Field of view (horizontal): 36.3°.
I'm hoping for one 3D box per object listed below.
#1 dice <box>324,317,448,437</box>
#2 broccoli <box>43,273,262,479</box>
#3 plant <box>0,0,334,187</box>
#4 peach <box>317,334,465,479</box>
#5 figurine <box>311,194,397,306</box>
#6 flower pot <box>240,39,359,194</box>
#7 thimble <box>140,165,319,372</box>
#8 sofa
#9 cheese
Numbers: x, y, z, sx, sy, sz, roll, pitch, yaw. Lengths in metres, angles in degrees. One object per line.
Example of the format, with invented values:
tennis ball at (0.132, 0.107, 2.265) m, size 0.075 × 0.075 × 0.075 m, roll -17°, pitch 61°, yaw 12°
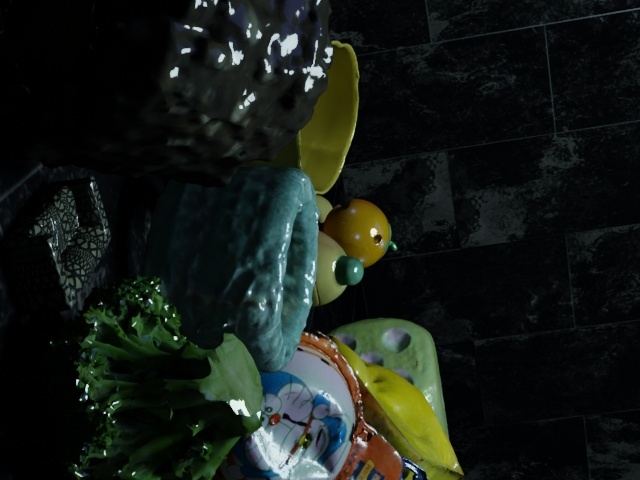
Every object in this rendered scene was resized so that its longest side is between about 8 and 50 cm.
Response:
dice at (0.113, 0.316, 1.886) m, size 0.254 × 0.250 × 0.252 m, roll -90°, pitch 170°, yaw -49°
broccoli at (-0.126, 0.114, 0.712) m, size 0.195 × 0.156 × 0.195 m, roll 33°, pitch 44°, yaw -39°
plant at (-0.154, -0.159, 0.624) m, size 0.312 × 0.213 × 0.215 m, roll 6°, pitch 71°, yaw -45°
peach at (0.039, 0.298, 1.399) m, size 0.306 × 0.242 × 0.380 m, roll 47°, pitch 8°, yaw 22°
figurine at (0.000, 0.000, 1.489) m, size 0.324 × 0.222 × 0.124 m, roll -76°, pitch 154°, yaw -70°
flower pot at (-0.067, -0.160, 1.195) m, size 0.195 × 0.179 × 0.195 m, roll 12°, pitch 90°, yaw -70°
thimble at (-0.087, 0.027, 0.979) m, size 0.235 × 0.143 × 0.198 m, roll -68°, pitch 160°, yaw -63°
sofa at (-0.193, 0.001, 0.727) m, size 0.118 × 0.039 × 0.060 m, roll -83°, pitch 162°, yaw -64°
cheese at (-0.010, 0.231, 1.112) m, size 0.329 × 0.217 × 0.129 m, roll 40°, pitch -16°, yaw -19°
